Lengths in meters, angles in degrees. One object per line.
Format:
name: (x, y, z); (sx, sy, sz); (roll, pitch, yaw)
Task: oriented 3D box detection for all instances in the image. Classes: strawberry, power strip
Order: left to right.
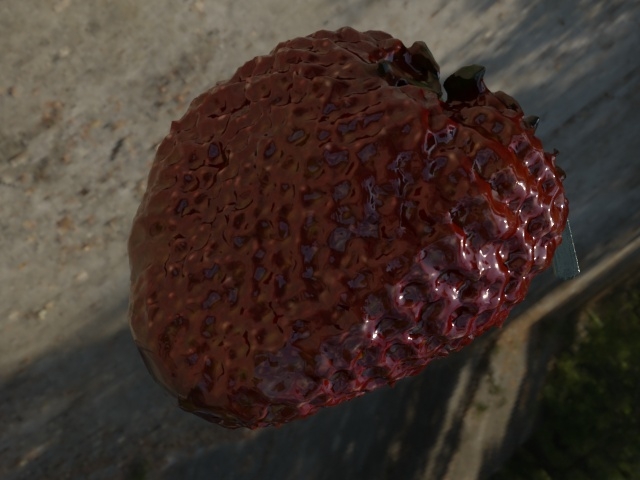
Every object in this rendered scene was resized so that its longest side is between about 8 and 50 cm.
strawberry: (0.000, 0.000, 0.853); (0.351, 0.312, 0.267); (-44, 154, -20)
power strip: (0.271, 0.003, 1.201); (0.027, 0.083, 0.017); (-12, -172, 3)
